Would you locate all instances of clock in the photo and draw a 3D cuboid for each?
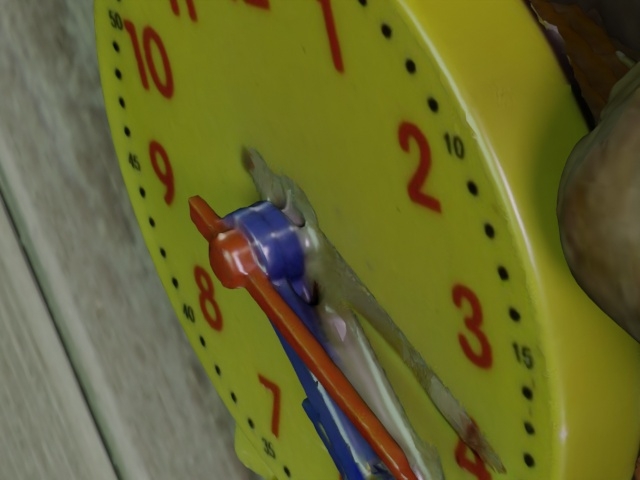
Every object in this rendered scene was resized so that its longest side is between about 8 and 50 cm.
[{"bbox_3d":[-0.004,0.000,0.643,0.277,0.071,0.293,16,125,58],"label":"clock"}]

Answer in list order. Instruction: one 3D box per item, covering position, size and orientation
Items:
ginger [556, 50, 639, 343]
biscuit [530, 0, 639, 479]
[{"bbox_3d":[0.179,-0.062,0.441,0.244,0.155,0.304,11,106,39],"label":"ginger"},{"bbox_3d":[0.148,0.069,0.581,0.379,0.054,0.094,51,133,27],"label":"biscuit"}]
